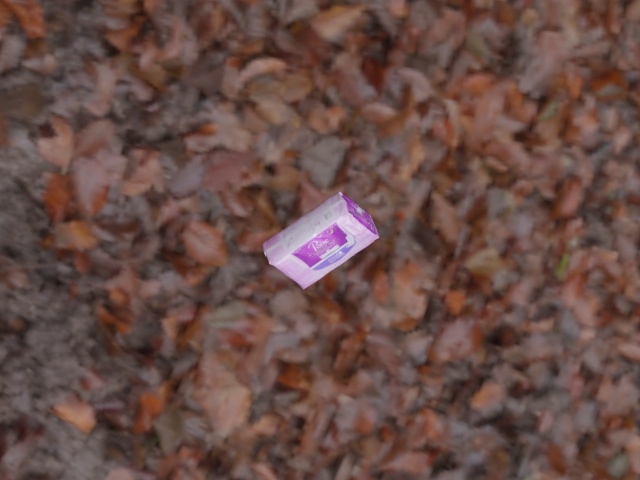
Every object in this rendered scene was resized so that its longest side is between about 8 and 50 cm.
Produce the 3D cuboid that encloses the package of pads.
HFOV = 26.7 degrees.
[{"bbox_3d":[0.000,0.000,1.090,0.083,0.032,0.050,-35,137,18],"label":"package of pads"}]
